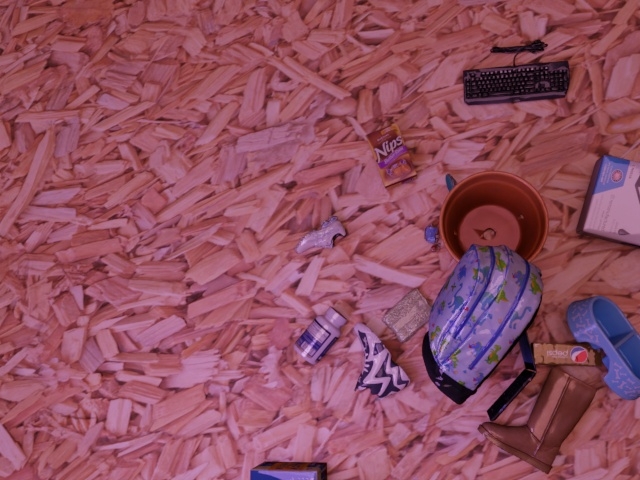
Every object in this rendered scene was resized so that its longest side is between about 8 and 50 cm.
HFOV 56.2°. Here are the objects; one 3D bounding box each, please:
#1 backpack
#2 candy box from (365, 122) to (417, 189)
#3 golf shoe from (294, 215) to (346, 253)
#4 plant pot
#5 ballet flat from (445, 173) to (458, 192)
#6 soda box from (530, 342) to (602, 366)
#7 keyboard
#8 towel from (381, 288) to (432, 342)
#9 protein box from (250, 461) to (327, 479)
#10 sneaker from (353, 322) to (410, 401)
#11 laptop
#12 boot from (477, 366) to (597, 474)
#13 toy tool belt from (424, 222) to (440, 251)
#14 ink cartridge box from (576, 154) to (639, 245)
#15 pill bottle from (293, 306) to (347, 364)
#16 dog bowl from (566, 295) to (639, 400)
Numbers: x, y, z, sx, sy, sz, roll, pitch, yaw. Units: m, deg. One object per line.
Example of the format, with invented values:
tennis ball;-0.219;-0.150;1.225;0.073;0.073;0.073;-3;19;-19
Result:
backpack;0.405;0.182;1.515;0.273;0.290;0.355;44;115;-5
candy box;0.226;-0.267;1.901;0.109;0.053;0.187;-21;75;9
golf shoe;0.000;0.000;1.900;0.176;0.069;0.086;-37;81;5
plant pot;0.490;-0.035;1.722;0.290;0.203;0.291;-2;81;12
ballet flat;0.416;-0.152;1.849;0.041;0.041;0.114;-13;78;10
soda box;0.691;0.322;1.690;0.181;0.058;0.061;0;80;13
keyboard;0.608;-0.531;1.872;0.317;0.033;0.202;-2;80;11
towel;0.268;0.227;1.818;0.148;0.027;0.110;-42;74;3
protein box;-0.090;0.761;1.749;0.201;0.136;0.200;-4;79;12
sneaker;0.140;0.373;1.786;0.153;0.094;0.235;-37;85;-5
laptop;0.502;0.341;1.638;0.136;0.234;0.264;42;91;17
boot;0.600;0.476;1.672;0.236;0.089;0.270;28;88;2
toy tool belt;0.342;-0.009;1.829;0.052;0.051;0.083;-6;80;12
ink cartridge box;0.906;-0.090;1.664;0.307;0.129;0.223;15;92;14
pill bottle;0.003;0.288;1.833;0.094;0.094;0.169;40;90;16
dog bowl;0.795;0.280;1.617;0.165;0.074;0.297;-19;70;-37
